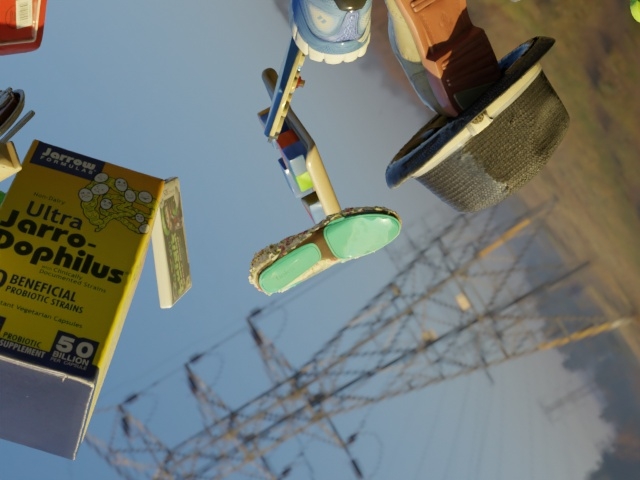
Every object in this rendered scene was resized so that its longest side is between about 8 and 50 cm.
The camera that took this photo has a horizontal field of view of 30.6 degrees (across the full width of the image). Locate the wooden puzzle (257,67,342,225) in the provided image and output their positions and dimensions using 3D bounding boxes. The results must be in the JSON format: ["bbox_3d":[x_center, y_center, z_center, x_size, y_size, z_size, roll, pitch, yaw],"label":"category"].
[{"bbox_3d":[-0.044,-0.164,2.553,0.348,0.081,0.322,-116,1,-46],"label":"wooden puzzle"}]

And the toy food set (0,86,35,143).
[{"bbox_3d":[-0.497,-0.183,1.747,0.038,0.132,0.192,47,173,-31],"label":"toy food set"}]

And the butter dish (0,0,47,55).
[{"bbox_3d":[-0.592,-0.429,2.139,0.118,0.160,0.160,30,-150,31],"label":"butter dish"}]

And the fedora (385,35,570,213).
[{"bbox_3d":[0.261,-0.155,1.783,0.152,0.334,0.334,48,-170,-7],"label":"fedora"}]

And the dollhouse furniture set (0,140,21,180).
[{"bbox_3d":[-0.443,-0.130,1.408,0.101,0.161,0.182,16,-130,-67],"label":"dollhouse furniture set"}]

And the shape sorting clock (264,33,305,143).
[{"bbox_3d":[-0.044,-0.248,1.814,0.040,0.206,0.206,15,-163,-6],"label":"shape sorting clock"}]

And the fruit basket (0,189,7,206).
[{"bbox_3d":[-0.582,0.114,1.947,0.283,0.392,0.392,60,-171,12],"label":"fruit basket"}]

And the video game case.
[{"bbox_3d":[-0.242,-0.001,1.880,0.173,0.022,0.190,-61,-35,-80],"label":"video game case"}]

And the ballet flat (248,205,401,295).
[{"bbox_3d":[0.000,0.000,1.736,0.077,0.241,0.091,-118,7,-58],"label":"ballet flat"}]

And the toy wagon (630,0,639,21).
[{"bbox_3d":[0.653,-0.528,2.021,0.068,0.267,0.344,4,-96,-36],"label":"toy wagon"}]

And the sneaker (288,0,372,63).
[{"bbox_3d":[0.004,-0.391,1.440,0.147,0.130,0.330,119,137,-64],"label":"sneaker"}]

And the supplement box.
[{"bbox_3d":[-0.354,0.073,1.551,0.194,0.195,0.356,17,-133,-6],"label":"supplement box"}]

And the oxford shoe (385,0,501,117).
[{"bbox_3d":[0.132,-0.357,1.714,0.146,0.140,0.397,12,125,59],"label":"oxford shoe"}]
